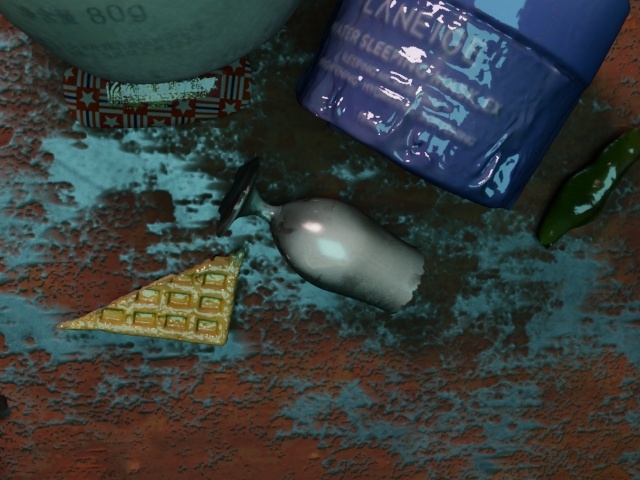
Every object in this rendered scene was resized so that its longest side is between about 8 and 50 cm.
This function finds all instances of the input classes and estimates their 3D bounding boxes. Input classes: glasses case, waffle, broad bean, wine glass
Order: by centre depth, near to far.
[{"bbox_3d":[-0.167,-0.155,0.818,0.195,0.049,0.073,-7,105,-6],"label":"glasses case"},{"bbox_3d":[0.000,0.000,0.857,0.222,0.103,0.103,28,99,-14],"label":"wine glass"},{"bbox_3d":[-0.190,0.052,0.877,0.191,0.032,0.125,10,105,-11],"label":"waffle"},{"bbox_3d":[0.325,-0.070,0.908,0.195,0.046,0.061,-37,103,1],"label":"broad bean"}]

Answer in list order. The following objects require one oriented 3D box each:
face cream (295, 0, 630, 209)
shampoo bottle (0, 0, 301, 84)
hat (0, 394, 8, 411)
[{"bbox_3d":[0.126,-0.171,0.749,0.249,0.249,0.225,23,102,-13],"label":"face cream"},{"bbox_3d":[-0.151,-0.300,0.629,0.323,0.322,0.317,-20,141,-2],"label":"shampoo bottle"},{"bbox_3d":[-0.494,0.261,0.846,0.336,0.209,0.238,0,84,11],"label":"hat"}]
